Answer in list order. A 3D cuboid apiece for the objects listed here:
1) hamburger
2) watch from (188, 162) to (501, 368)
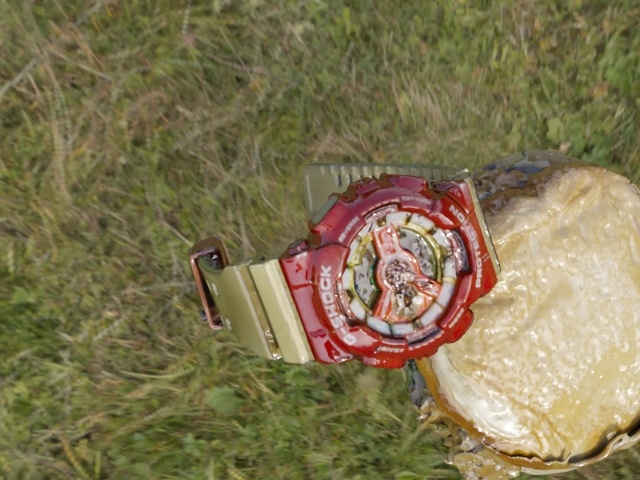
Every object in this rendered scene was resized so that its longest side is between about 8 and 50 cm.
[{"bbox_3d":[0.177,0.070,0.877,0.243,0.146,0.286,8,89,-7],"label":"hamburger"},{"bbox_3d":[-0.002,0.003,0.680,0.165,0.268,0.102,-25,105,-24],"label":"watch"}]
